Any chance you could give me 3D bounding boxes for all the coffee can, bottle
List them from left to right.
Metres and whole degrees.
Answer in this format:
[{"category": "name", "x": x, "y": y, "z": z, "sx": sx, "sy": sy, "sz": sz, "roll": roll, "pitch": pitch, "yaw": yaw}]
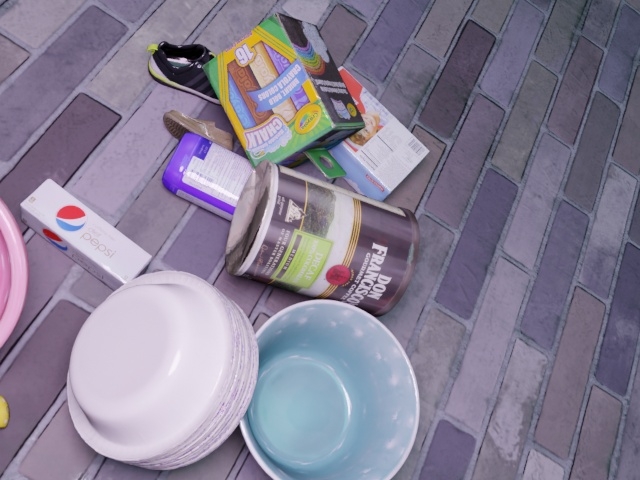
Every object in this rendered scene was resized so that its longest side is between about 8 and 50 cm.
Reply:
[{"category": "bottle", "x": -0.147, "y": -0.092, "z": 1.238, "sx": 0.282, "sy": 0.092, "sz": 0.118, "roll": 25, "pitch": 66, "yaw": -11}, {"category": "coffee can", "x": 0.000, "y": 0.000, "z": 1.136, "sx": 0.275, "sy": 0.201, "sz": 0.202, "roll": 18, "pitch": 63, "yaw": -20}]

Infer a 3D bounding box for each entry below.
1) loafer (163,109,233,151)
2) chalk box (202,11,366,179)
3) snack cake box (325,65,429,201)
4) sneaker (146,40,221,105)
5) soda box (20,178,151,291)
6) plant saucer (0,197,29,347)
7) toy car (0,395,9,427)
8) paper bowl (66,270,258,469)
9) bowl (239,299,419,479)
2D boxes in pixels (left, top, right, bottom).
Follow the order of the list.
[{"category": "loafer", "x": -0.233, "y": -0.210, "z": 1.278, "sx": 0.148, "sy": 0.056, "sz": 0.050, "roll": 31, "pitch": 59, "yaw": -19}, {"category": "chalk box", "x": -0.048, "y": -0.236, "z": 1.224, "sx": 0.289, "sy": 0.179, "sz": 0.180, "roll": 64, "pitch": 25, "yaw": 2}, {"category": "snack cake box", "x": 0.078, "y": -0.216, "z": 1.386, "sx": 0.264, "sy": 0.089, "sz": 0.152, "roll": 45, "pitch": 61, "yaw": 1}, {"category": "sneaker", "x": -0.225, "y": -0.332, "z": 1.305, "sx": 0.234, "sy": 0.097, "sz": 0.084, "roll": 8, "pitch": 66, "yaw": -19}, {"category": "soda box", "x": -0.392, "y": -0.003, "z": 1.110, "sx": 0.216, "sy": 0.074, "sz": 0.069, "roll": 37, "pitch": 60, "yaw": -4}, {"category": "plant saucer", "x": -0.570, "y": 0.041, "z": 0.910, "sx": 0.332, "sy": 0.084, "sz": 0.332, "roll": -1, "pitch": 96, "yaw": -10}, {"category": "toy car", "x": -0.600, "y": 0.249, "z": 0.930, "sx": 0.225, "sy": 0.053, "sz": 0.239, "roll": 46, "pitch": 59, "yaw": 1}, {"category": "paper bowl", "x": -0.245, "y": 0.178, "z": 0.968, "sx": 0.284, "sy": 0.148, "sz": 0.284, "roll": -11, "pitch": 59, "yaw": 18}, {"category": "bowl", "x": -0.008, "y": 0.269, "z": 1.101, "sx": 0.311, "sy": 0.163, "sz": 0.312, "roll": 8, "pitch": 66, "yaw": -19}]
